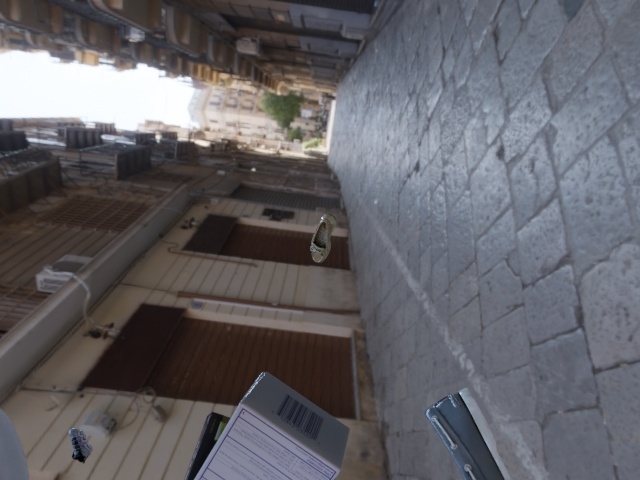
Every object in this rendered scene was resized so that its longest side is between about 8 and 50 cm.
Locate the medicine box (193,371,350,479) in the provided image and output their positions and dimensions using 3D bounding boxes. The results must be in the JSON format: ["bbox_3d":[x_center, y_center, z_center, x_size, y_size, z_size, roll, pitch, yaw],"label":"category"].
[{"bbox_3d":[-0.117,0.522,1.024,0.289,0.263,0.149,-60,-5,18],"label":"medicine box"}]

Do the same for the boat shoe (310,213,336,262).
[{"bbox_3d":[0.002,0.000,1.145,0.048,0.056,0.153,-43,-22,-54],"label":"boat shoe"}]

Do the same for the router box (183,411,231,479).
[{"bbox_3d":[-0.246,0.664,1.162,0.081,0.242,0.309,128,161,-53],"label":"router box"}]

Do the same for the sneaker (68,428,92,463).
[{"bbox_3d":[-0.691,0.590,1.210,0.098,0.038,0.069,63,179,-16],"label":"sneaker"}]

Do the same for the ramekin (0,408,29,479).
[{"bbox_3d":[-0.541,0.391,0.606,0.277,0.135,0.277,166,90,-71],"label":"ramekin"}]

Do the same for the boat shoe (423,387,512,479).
[{"bbox_3d":[0.262,0.406,0.683,0.116,0.099,0.319,61,-170,-50],"label":"boat shoe"}]
